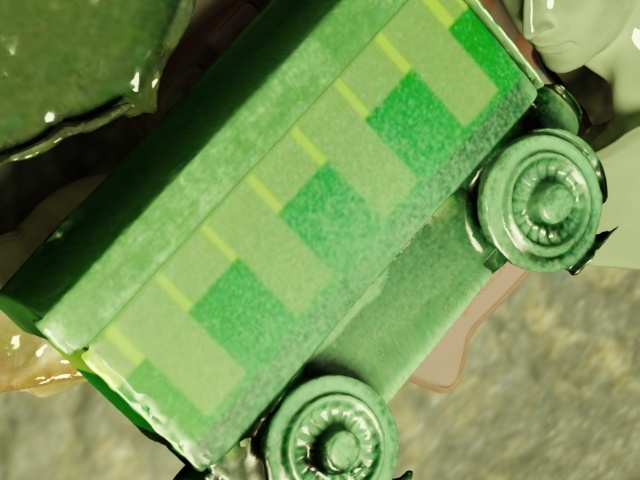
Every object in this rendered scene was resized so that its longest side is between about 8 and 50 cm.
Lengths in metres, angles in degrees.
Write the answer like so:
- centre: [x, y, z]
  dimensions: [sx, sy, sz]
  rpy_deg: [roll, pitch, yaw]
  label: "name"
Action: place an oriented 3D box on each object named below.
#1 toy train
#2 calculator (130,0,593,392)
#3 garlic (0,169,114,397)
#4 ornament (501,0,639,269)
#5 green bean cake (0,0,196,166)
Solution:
- centre: [0.000, 0.000, 0.688]
  dimensions: [0.202, 0.120, 0.301]
  rpy_deg: [46, 73, -17]
  label: "toy train"
- centre: [0.031, -0.065, 0.819]
  dimensions: [0.220, 0.048, 0.329]
  rpy_deg: [-46, 125, -2]
  label: "calculator"
- centre: [-0.132, 0.035, 0.739]
  dimensions: [0.174, 0.099, 0.124]
  rpy_deg: [-22, 115, -18]
  label: "garlic"
- centre: [0.172, -0.114, 0.789]
  dimensions: [0.285, 0.120, 0.130]
  rpy_deg: [60, 36, -27]
  label: "ornament"
- centre: [-0.177, -0.131, 0.614]
  dimensions: [0.227, 0.125, 0.222]
  rpy_deg: [-32, 123, -16]
  label: "green bean cake"
